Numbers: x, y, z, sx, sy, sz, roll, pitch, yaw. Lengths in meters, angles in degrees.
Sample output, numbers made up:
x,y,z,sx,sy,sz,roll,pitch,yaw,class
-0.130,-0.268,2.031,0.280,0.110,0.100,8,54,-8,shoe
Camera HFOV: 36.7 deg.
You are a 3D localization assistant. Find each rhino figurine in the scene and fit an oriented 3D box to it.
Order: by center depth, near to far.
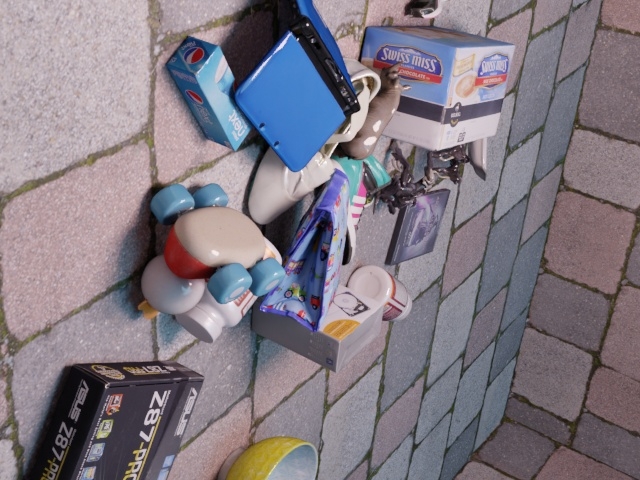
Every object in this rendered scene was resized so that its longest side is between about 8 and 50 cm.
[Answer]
x,y,z,sx,sy,sz,roll,pitch,yaw,class
0.112,-0.272,2.032,0.073,0.106,0.243,33,90,-44,rhino figurine

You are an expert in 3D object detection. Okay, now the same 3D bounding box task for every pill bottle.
x,y,z,sx,sy,sz,roll,pitch,yaw,class
-0.180,0.088,1.866,0.216,0.121,0.121,-53,150,-26,pill bottle
0.162,0.146,2.541,0.121,0.121,0.221,-64,154,-5,pill bottle

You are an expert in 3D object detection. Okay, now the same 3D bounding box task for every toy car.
x,y,z,sx,sy,sz,roll,pitch,yaw,class
-0.231,0.054,1.723,0.238,0.219,0.210,-45,163,24,toy car

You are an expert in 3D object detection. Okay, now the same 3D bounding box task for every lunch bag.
x,y,z,sx,sy,sz,roll,pitch,yaw,class
0.000,0.000,1.989,0.221,0.138,0.293,-64,175,-65,lunch bag

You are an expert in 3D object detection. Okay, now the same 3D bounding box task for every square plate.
x,y,z,sx,sy,sz,roll,pitch,yaw,class
0.408,-0.340,2.514,0.344,0.049,0.347,8,81,-79,square plate

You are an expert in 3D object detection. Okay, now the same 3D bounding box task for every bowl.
x,y,z,sx,sy,sz,roll,pitch,yaw,class
-0.148,0.572,2.269,0.289,0.156,0.289,-42,144,-40,bowl

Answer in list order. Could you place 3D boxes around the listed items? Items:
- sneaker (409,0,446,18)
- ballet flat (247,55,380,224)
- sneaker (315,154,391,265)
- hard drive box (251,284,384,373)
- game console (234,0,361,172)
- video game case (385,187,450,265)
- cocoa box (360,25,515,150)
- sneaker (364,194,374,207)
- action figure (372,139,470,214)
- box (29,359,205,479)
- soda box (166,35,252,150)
x,y,z,sx,sy,sz,roll,pitch,yaw,class
0.252,-0.572,2.219,0.178,0.072,0.077,-53,139,-41,sneaker
-0.006,-0.201,1.945,0.400,0.139,0.139,-59,153,-14,ballet flat
0.079,-0.096,2.210,0.178,0.124,0.295,-36,140,-31,sneaker
-0.007,0.170,2.126,0.181,0.232,0.089,-36,140,-47,hard drive box
-0.056,-0.316,1.789,0.173,0.250,0.293,-23,149,10,game console
0.277,-0.041,2.715,0.274,0.026,0.196,-14,123,-57,video game case
0.260,-0.358,2.198,0.347,0.231,0.228,-19,124,-56,cocoa box
0.103,-0.098,2.341,0.083,0.031,0.035,-45,146,-37,sneaker
0.227,-0.164,2.411,0.275,0.141,0.164,-24,146,-18,action figure
-0.392,0.416,1.765,0.318,0.097,0.395,14,98,-66,box
-0.184,-0.249,1.654,0.071,0.067,0.210,-57,152,-19,soda box
